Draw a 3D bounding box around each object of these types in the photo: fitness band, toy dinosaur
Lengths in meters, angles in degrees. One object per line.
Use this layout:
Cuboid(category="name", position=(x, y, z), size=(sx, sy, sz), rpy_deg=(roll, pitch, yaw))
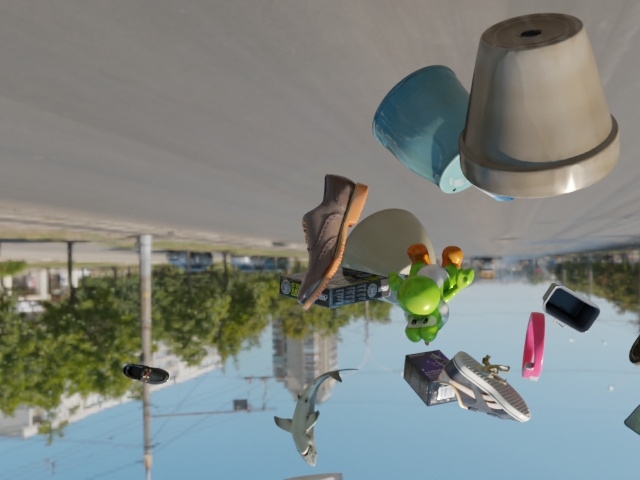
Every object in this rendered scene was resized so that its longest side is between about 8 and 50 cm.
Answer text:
Cuboid(category="fitness band", position=(0.723, 0.360, 2.320), size=(0.054, 0.209, 0.291), rpy_deg=(5, 157, 13))
Cuboid(category="toy dinosaur", position=(0.456, 0.352, 1.830), size=(0.093, 0.053, 0.183), rpy_deg=(13, -174, 19))

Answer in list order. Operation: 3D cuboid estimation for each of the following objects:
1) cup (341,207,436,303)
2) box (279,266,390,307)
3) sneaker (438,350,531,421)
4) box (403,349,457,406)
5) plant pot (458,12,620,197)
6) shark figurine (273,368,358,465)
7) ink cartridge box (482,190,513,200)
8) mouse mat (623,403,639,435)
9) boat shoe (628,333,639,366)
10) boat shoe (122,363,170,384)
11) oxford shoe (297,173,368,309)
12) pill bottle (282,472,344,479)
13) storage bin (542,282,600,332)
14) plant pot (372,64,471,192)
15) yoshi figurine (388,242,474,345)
Cuboid(category="cup", position=(0.266, 0.088, 2.354), size=(0.331, 0.331, 0.237), rpy_deg=(0, -150, -25))
Cuboid(category="box", position=(0.044, 0.137, 2.051), size=(0.216, 0.060, 0.270), rpy_deg=(12, -167, 43))
Cuboid(category="sneaker", position=(0.521, 0.490, 2.187), size=(0.321, 0.127, 0.126), rpy_deg=(39, -155, -7))
Cuboid(category="box", position=(0.421, 0.509, 2.541), size=(0.153, 0.108, 0.207), rpy_deg=(-6, -157, -20))
Cuboid(category="plant pot", position=(0.428, -0.287, 1.362), size=(0.323, 0.280, 0.323), rpy_deg=(-10, -147, 7))
Cuboid(category="shark figurine", position=(-0.014, 0.457, 1.882), size=(0.166, 0.278, 0.116), rpy_deg=(19, 175, 37))
Cuboid(category="ink cartridge box", position=(0.544, -0.197, 2.139), size=(0.143, 0.092, 0.090), rpy_deg=(28, 176, -17))
Cuboid(category="mouse mat", position=(0.948, 0.474, 1.866), size=(0.153, 0.189, 0.007), rpy_deg=(34, -166, -4))
Cuboid(category="boat shoe", position=(0.808, 0.188, 1.459), size=(0.104, 0.307, 0.110), rpy_deg=(34, -149, -8))
Cuboid(category="boat shoe", position=(-0.485, 0.372, 1.893), size=(0.133, 0.048, 0.042), rpy_deg=(9, 168, 11))
Cuboid(category="oxford shoe", position=(0.000, 0.000, 1.760), size=(0.133, 0.363, 0.130), rpy_deg=(23, 164, -4))
Cuboid(category="pill bottle", position=(-0.002, 0.861, 1.873), size=(0.229, 0.407, 0.229), rpy_deg=(-6, 165, -1))
Cuboid(category="storage bin", position=(0.646, 0.174, 1.792), size=(0.135, 0.098, 0.091), rpy_deg=(30, -167, 1))
Cuboid(category="plant pot", position=(0.317, -0.270, 1.780), size=(0.272, 0.255, 0.271), rpy_deg=(-26, 150, -16))
Cuboid(category="yoshi figurine", position=(0.292, 0.116, 1.849), size=(0.203, 0.203, 0.362), rpy_deg=(-46, -169, 34))
